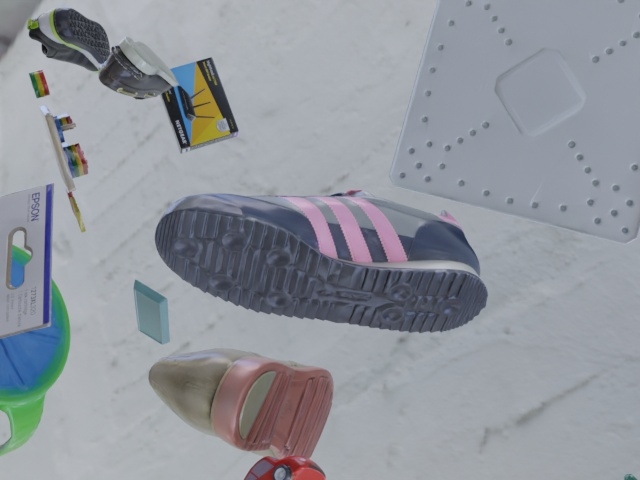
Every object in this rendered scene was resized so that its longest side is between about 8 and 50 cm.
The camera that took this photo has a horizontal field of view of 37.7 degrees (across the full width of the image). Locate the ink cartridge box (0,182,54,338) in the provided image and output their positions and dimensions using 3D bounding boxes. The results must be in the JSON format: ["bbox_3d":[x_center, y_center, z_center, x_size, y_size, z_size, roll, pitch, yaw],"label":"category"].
[{"bbox_3d":[-0.427,0.069,0.923,0.371,0.069,0.175,-16,-127,6],"label":"ink cartridge box"}]

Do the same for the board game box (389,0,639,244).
[{"bbox_3d":[0.343,-0.226,1.464,0.390,0.050,0.390,15,-91,16],"label":"board game box"}]

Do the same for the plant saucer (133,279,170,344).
[{"bbox_3d":[-0.298,0.131,1.652,0.067,0.192,0.018,30,-119,9],"label":"plant saucer"}]

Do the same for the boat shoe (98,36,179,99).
[{"bbox_3d":[-0.269,-0.246,1.383,0.069,0.228,0.081,-42,-91,5],"label":"boat shoe"}]

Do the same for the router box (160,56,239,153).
[{"bbox_3d":[-0.269,-0.292,2.029,0.046,0.133,0.179,132,-62,-75],"label":"router box"}]

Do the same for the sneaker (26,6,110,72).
[{"bbox_3d":[-0.462,-0.367,1.725,0.097,0.235,0.084,-9,-103,10],"label":"sneaker"}]

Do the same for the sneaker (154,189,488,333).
[{"bbox_3d":[0.000,0.000,0.900,0.131,0.319,0.112,-96,-154,-47],"label":"sneaker"}]

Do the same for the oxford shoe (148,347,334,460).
[{"bbox_3d":[-0.086,0.205,1.223,0.146,0.397,0.140,16,-105,21],"label":"oxford shoe"}]

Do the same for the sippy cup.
[{"bbox_3d":[-0.508,0.139,1.295,0.224,0.240,0.305,-22,-127,31],"label":"sippy cup"}]

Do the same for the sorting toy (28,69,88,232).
[{"bbox_3d":[-0.430,-0.154,1.600,0.132,0.046,0.274,-145,-140,-65],"label":"sorting toy"}]

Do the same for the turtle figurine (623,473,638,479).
[{"bbox_3d":[0.219,0.324,0.862,0.234,0.175,0.118,-33,-127,-6],"label":"turtle figurine"}]

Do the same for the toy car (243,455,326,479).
[{"bbox_3d":[-0.133,0.312,1.033,0.239,0.225,0.053,-64,-143,32],"label":"toy car"}]
